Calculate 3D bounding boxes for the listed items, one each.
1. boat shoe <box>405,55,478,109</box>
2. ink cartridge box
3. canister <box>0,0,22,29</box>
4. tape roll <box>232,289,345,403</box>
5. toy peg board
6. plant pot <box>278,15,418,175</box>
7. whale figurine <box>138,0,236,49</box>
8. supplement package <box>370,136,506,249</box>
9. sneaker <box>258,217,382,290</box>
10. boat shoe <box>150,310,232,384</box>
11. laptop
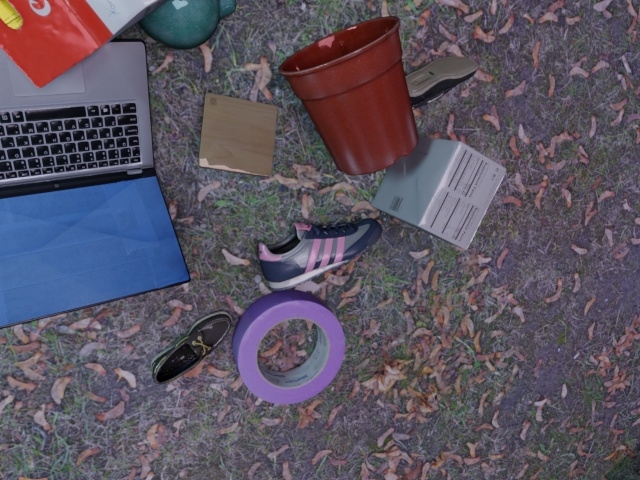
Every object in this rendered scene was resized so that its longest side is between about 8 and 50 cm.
[{"bbox_3d":[0.289,-0.393,1.308,0.232,0.084,0.079,-28,149,-18],"label":"boat shoe"},{"bbox_3d":[-0.408,-0.488,0.847,0.385,0.091,0.308,-44,112,-16],"label":"ink cartridge box"},{"bbox_3d":[-0.613,-0.443,0.942,0.126,0.073,0.170,-42,116,-10],"label":"canister"},{"bbox_3d":[-0.080,0.267,1.327,0.274,0.090,0.275,-5,106,-18],"label":"tape roll"},{"bbox_3d":[-0.191,-0.228,1.181,0.161,0.079,0.161,6,86,-21],"label":"toy peg board"},{"bbox_3d":[0.085,-0.305,1.159,0.272,0.272,0.265,-31,119,-10],"label":"plant pot"},{"bbox_3d":[-0.261,-0.518,1.036,0.216,0.141,0.272,24,94,-22],"label":"whale figurine"},{"bbox_3d":[0.269,-0.123,1.255,0.145,0.262,0.204,23,96,-22],"label":"supplement package"},{"bbox_3d":[0.000,0.000,1.275,0.318,0.112,0.131,-27,114,-12],"label":"sneaker"},{"bbox_3d":[-0.302,0.259,1.257,0.227,0.068,0.081,-38,113,-7],"label":"boat shoe"},{"bbox_3d":[-0.451,-0.111,0.912,0.381,0.236,0.408,-13,126,-30],"label":"laptop"}]
